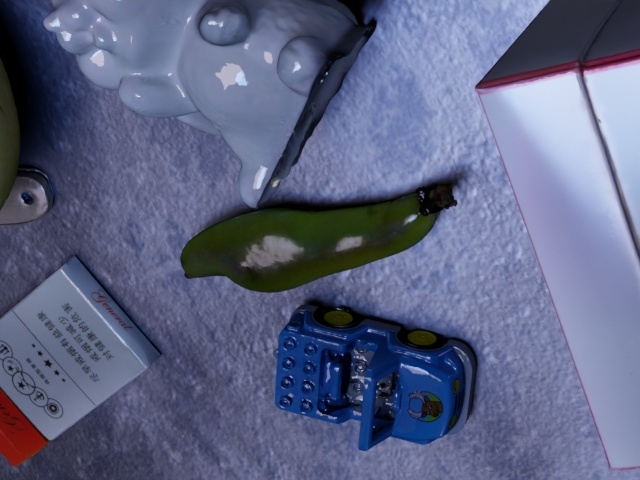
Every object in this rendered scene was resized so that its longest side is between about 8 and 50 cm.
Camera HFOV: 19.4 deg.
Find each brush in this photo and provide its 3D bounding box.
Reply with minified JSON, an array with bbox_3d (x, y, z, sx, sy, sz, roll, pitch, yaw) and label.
[{"bbox_3d":[-0.414,-0.036,1.900,0.328,0.065,0.070,-6,107,20],"label":"brush"}]

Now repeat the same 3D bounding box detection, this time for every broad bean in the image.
[{"bbox_3d":[0.003,-0.004,1.693,0.325,0.067,0.075,-15,139,31],"label":"broad bean"}]

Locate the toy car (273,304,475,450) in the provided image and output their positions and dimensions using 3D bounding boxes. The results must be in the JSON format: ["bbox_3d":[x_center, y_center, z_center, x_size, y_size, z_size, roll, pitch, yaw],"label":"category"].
[{"bbox_3d":[0.039,0.132,1.721,0.191,0.100,0.097,12,118,16],"label":"toy car"}]

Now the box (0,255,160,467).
[{"bbox_3d":[-0.286,0.129,1.930,0.139,0.035,0.245,48,127,-4],"label":"box"}]

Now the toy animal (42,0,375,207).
[{"bbox_3d":[-0.087,-0.188,1.560,0.289,0.174,0.249,45,138,-12],"label":"toy animal"}]

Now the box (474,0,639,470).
[{"bbox_3d":[0.332,-0.057,1.332,0.300,0.314,0.312,-10,111,29],"label":"box"}]

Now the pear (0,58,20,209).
[{"bbox_3d":[-0.421,-0.107,1.718,0.309,0.309,0.309,13,121,21],"label":"pear"}]
